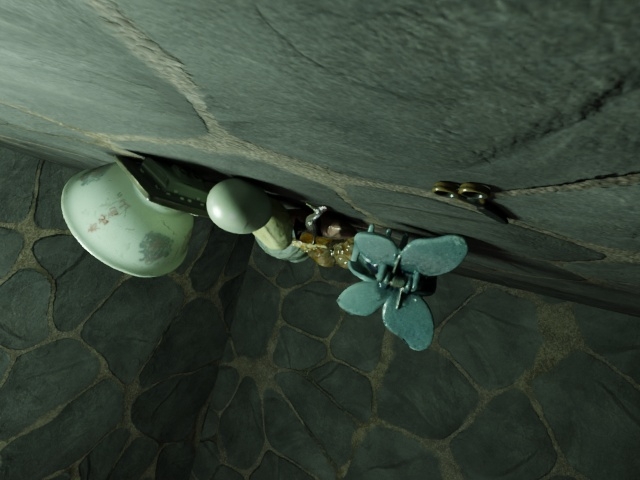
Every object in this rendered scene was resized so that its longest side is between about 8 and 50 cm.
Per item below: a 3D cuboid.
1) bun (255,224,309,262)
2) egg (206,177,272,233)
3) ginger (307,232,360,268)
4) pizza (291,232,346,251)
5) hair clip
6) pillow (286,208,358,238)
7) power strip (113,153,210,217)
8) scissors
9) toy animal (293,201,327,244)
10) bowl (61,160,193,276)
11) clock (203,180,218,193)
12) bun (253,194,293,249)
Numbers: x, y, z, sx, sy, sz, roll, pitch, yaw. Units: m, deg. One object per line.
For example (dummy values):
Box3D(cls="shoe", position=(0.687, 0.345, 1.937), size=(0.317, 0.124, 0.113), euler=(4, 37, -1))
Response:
Box3D(cls="bun", position=(-0.187, -0.004, 2.150), size=(0.362, 0.211, 0.362), euler=(16, 178, 1))
Box3D(cls="egg", position=(-0.220, -0.093, 1.139), size=(0.151, 0.151, 0.209), euler=(13, 179, 37))
Box3D(cls="ginger", position=(0.085, 0.046, 1.934), size=(0.376, 0.176, 0.256), euler=(-1, 162, 38))
Box3D(cls="pizza", position=(0.000, 0.000, 1.557), size=(0.226, 0.069, 0.147), euler=(-26, -140, -30))
Box3D(cls="hair clip", position=(0.239, 0.093, 1.281), size=(0.319, 0.391, 0.238), euler=(13, -156, 5))
Box3D(cls="pillow", position=(0.004, -0.054, 1.436), size=(0.236, 0.084, 0.223), euler=(12, 175, 24))
Box3D(cls="power strip", position=(-0.426, -0.168, 1.173), size=(0.251, 0.092, 0.257), euler=(47, -165, 31))
Box3D(cls="scissors", position=(0.269, -0.058, 0.675), size=(0.088, 0.017, 0.220), euler=(7, 173, 45))
Box3D(cls="toy animal", position=(-0.024, -0.056, 1.297), size=(0.105, 0.070, 0.202), euler=(24, 143, -8))
Box3D(cls="bowl", position=(-0.556, -0.116, 1.309), size=(0.196, 0.434, 0.435), euler=(-36, 151, 24))
Box3D(cls="clock", position=(-0.340, -0.159, 1.412), size=(0.156, 0.063, 0.229), euler=(17, 175, 0))
Box3D(cls="bun", position=(-0.164, -0.073, 1.338), size=(0.222, 0.127, 0.222), euler=(39, 160, 17))
